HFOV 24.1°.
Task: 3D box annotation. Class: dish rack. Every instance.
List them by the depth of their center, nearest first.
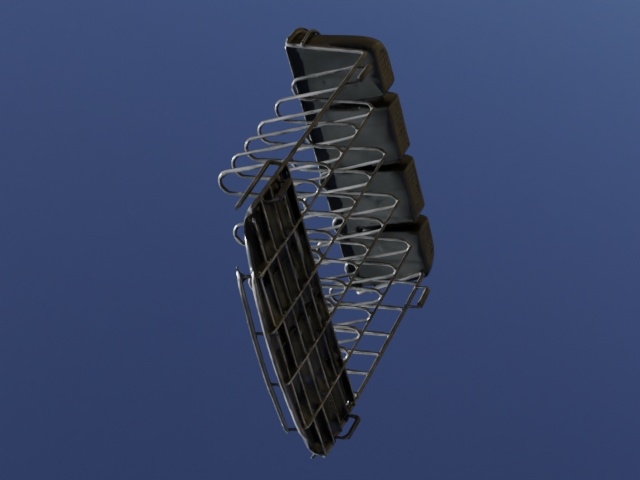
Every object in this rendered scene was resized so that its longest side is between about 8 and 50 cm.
[{"bbox_3d":[0.000,0.000,0.980,0.074,0.208,0.271,-3,-149,25],"label":"dish rack"}]
